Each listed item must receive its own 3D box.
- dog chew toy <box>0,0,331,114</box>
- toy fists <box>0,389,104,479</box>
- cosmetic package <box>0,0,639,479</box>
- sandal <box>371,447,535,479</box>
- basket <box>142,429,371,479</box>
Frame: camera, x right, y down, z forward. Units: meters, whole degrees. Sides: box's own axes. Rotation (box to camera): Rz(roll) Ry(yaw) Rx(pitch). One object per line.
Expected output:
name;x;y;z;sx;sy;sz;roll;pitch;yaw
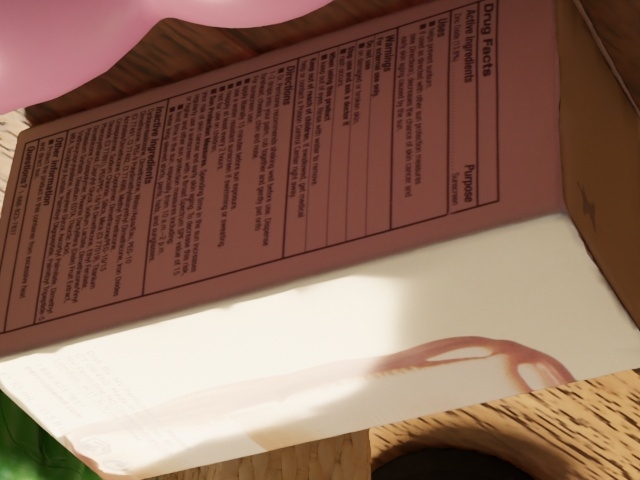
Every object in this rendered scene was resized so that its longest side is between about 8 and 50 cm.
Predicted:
dog chew toy;-0.054;-0.162;0.662;0.331;0.207;0.207;-10;139;6
toy fists;-0.235;0.107;1.088;0.142;0.096;0.279;-22;136;40
cosmetic package;0.000;0.000;0.882;0.296;0.153;0.129;-14;139;25
sandal;0.011;0.283;1.283;0.167;0.107;0.446;24;125;-20
basket;-0.040;0.138;1.048;0.113;0.167;0.103;24;131;-22
